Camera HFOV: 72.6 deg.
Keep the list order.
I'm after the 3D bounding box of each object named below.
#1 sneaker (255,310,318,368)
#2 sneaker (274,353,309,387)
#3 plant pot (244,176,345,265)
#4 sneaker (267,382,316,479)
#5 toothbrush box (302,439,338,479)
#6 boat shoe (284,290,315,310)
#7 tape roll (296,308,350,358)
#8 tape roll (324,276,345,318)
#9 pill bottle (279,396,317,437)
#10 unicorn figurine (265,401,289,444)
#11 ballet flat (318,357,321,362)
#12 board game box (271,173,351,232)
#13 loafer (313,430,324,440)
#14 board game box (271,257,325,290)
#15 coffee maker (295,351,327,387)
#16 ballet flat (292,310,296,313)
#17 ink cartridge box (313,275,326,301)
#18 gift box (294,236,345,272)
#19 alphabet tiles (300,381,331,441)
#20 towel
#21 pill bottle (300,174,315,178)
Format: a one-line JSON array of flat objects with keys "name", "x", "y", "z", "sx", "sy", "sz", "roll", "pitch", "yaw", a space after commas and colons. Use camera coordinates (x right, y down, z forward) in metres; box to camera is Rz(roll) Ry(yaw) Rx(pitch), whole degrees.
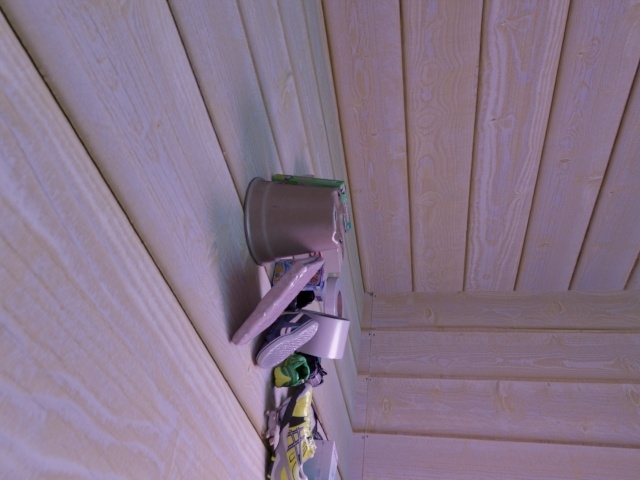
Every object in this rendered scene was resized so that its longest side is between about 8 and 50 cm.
[{"name": "sneaker", "x": -0.151, "y": 0.365, "z": 1.641, "sx": 0.321, "sy": 0.127, "sz": 0.126, "roll": -21, "pitch": 136, "yaw": -52}, {"name": "sneaker", "x": -0.100, "y": 0.546, "z": 1.801, "sx": 0.295, "sy": 0.124, "sz": 0.109, "roll": 2, "pitch": 86, "yaw": -78}, {"name": "plant pot", "x": -0.075, "y": -0.074, "z": 1.594, "sx": 0.334, "sy": 0.306, "sz": 0.333, "roll": -2, "pitch": 90, "yaw": -77}, {"name": "sneaker", "x": -0.078, "y": 0.729, "z": 1.636, "sx": 0.145, "sy": 0.147, "sz": 0.384, "roll": 28, "pitch": 75, "yaw": -79}, {"name": "toothbrush box", "x": -0.060, "y": 0.946, "z": 1.706, "sx": 0.295, "sy": 0.217, "sz": 0.126, "roll": -77, "pitch": 161, "yaw": -54}, {"name": "boat shoe", "x": -0.082, "y": 0.236, "z": 1.863, "sx": 0.340, "sy": 0.113, "sz": 0.127, "roll": 9, "pitch": 84, "yaw": -69}, {"name": "tape roll", "x": -0.003, "y": 0.408, "z": 1.918, "sx": 0.246, "sy": 0.246, "sz": 0.169, "roll": 32, "pitch": 69, "yaw": -75}, {"name": "tape roll", "x": 0.095, "y": 0.429, "z": 2.833, "sx": 0.392, "sy": 0.072, "sz": 0.391, "roll": -2, "pitch": 90, "yaw": -77}, {"name": "pill bottle", "x": -0.082, "y": 0.755, "z": 1.828, "sx": 0.229, "sy": 0.131, "sz": 0.131, "roll": 75, "pitch": 18, "yaw": -48}, {"name": "unicorn figurine", "x": -0.174, "y": 0.671, "z": 1.623, "sx": 0.111, "sy": 0.060, "sz": 0.161, "roll": 83, "pitch": 24, "yaw": -66}, {"name": "ballet flat", "x": -0.038, "y": 0.648, "z": 2.223, "sx": 0.203, "sy": 0.074, "sz": 0.074, "roll": -83, "pitch": 166, "yaw": -59}, {"name": "board game box", "x": -0.037, "y": -0.153, "z": 1.762, "sx": 0.046, "sy": 0.317, "sz": 0.213, "roll": -49, "pitch": 139, "yaw": -43}, {"name": "loafer", "x": -0.028, "y": 1.064, "z": 2.127, "sx": 0.084, "sy": 0.096, "sz": 0.267, "roll": -38, "pitch": 128, "yaw": -68}, {"name": "board game box", "x": -0.088, "y": 0.136, "z": 1.741, "sx": 0.035, "sy": 0.201, "sz": 0.136, "roll": 72, "pitch": 20, "yaw": -51}, {"name": "coffee maker", "x": -0.060, "y": 0.581, "z": 2.034, "sx": 0.171, "sy": 0.120, "sz": 0.178, "roll": 48, "pitch": -18, "yaw": 36}, {"name": "ballet flat", "x": -0.106, "y": 0.378, "z": 2.022, "sx": 0.057, "sy": 0.049, "sz": 0.173, "roll": -42, "pitch": 129, "yaw": -38}, {"name": "ink cartridge box", "x": -0.017, "y": 0.173, "z": 2.398, "sx": 0.275, "sy": 0.060, "sz": 0.238, "roll": 70, "pitch": 23, "yaw": -55}, {"name": "gift box", "x": 0.000, "y": 0.000, "z": 2.052, "sx": 0.276, "sy": 0.255, "sz": 0.258, "roll": -83, "pitch": 168, "yaw": -56}, {"name": "alphabet tiles", "x": -0.027, "y": 0.751, "z": 1.939, "sx": 0.342, "sy": 0.011, "sz": 0.285, "roll": 54, "pitch": -16, "yaw": 45}, {"name": "towel", "x": -0.129, "y": 0.183, "z": 1.443, "sx": 0.332, "sy": 0.053, "sz": 0.317, "roll": -51, "pitch": 173, "yaw": 9}, {"name": "pill bottle", "x": -0.053, "y": -0.212, "z": 2.156, "sx": 0.117, "sy": 0.117, "sz": 0.214, "roll": -71, "pitch": 155, "yaw": -59}]
